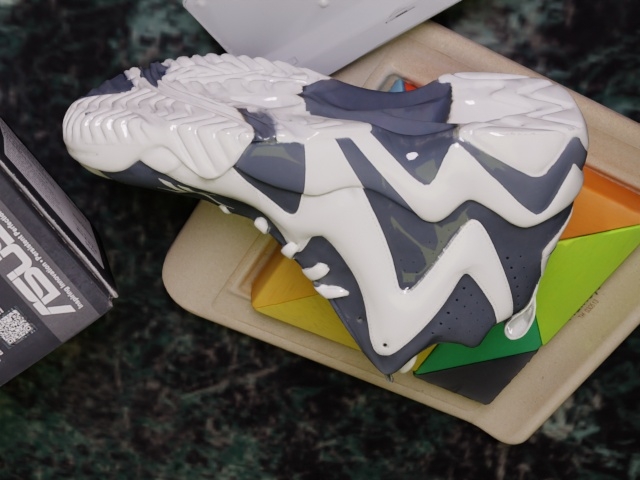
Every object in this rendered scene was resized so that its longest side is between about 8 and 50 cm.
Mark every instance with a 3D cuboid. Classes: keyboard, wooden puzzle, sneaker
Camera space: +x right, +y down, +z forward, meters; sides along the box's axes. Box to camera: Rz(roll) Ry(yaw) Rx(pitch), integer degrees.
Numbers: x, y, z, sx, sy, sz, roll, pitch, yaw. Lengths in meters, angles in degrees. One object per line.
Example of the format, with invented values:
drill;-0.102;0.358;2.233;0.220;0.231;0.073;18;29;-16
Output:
keyboard;0.058;-0.140;0.620;0.256;0.014;0.072;-27;121;27
wooden puzzle;0.063;0.004;0.755;0.239;0.044;0.221;26;125;-15
sneaker;0.000;0.000;0.667;0.235;0.094;0.153;0;118;-4

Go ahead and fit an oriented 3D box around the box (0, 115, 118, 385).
box;-0.334;-0.034;0.654;0.318;0.097;0.395;-36;120;1
